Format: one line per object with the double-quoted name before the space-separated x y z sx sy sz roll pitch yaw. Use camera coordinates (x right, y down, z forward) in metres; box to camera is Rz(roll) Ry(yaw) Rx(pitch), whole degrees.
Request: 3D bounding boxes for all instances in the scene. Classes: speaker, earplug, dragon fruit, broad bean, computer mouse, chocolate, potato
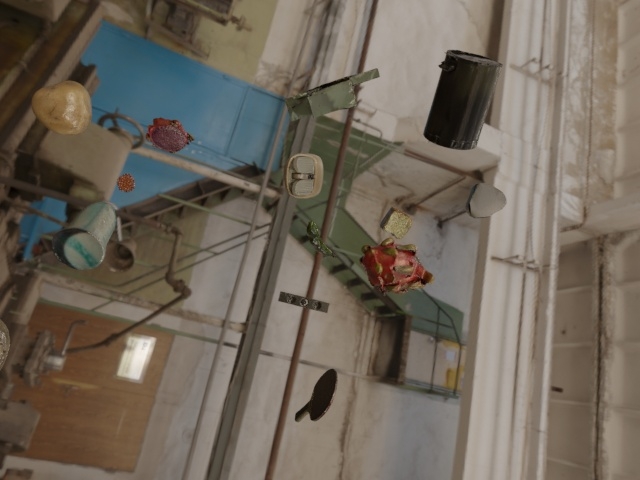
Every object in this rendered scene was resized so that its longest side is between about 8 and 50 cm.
"speaker" -0.064 0.235 1.751 0.046 0.191 0.040 148 -44 -79
"earplug" -0.908 -0.051 1.827 0.324 0.185 0.185 -100 -147 -57
"dragon fruit" 0.315 0.120 1.940 0.243 0.307 0.227 -32 -148 6
"broad bean" -0.004 0.002 1.795 0.069 0.226 0.039 -19 -134 21
"dragon fruit" -0.446 -0.319 1.351 0.127 0.112 0.068 -20 -130 17
"computer mouse" -0.043 -0.208 1.481 0.236 0.082 0.145 -20 116 -72
"chocolate" 0.577 -0.141 1.666 0.149 0.125 0.080 -32 177 -7
"potato" -0.531 -0.272 0.949 0.147 0.112 0.112 44 -64 51

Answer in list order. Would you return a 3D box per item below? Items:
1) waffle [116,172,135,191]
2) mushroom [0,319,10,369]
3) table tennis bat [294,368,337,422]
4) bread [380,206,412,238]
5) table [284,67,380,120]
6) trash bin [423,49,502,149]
"waffle" -0.833 -0.247 1.972 0.029 0.075 0.083 -46 120 -85
"mushroom" -0.969 0.312 1.273 0.226 0.178 0.226 18 90 -80
"table tennis bat" -0.015 0.517 1.484 0.274 0.021 0.154 -54 -162 37
"bread" 0.234 -0.054 1.421 0.083 0.077 0.070 -60 -174 14
"table" 0.028 -0.320 1.021 0.146 0.175 0.062 28 -43 64
"trash bin" 0.505 -0.501 1.639 0.203 0.252 0.301 52 -38 47
